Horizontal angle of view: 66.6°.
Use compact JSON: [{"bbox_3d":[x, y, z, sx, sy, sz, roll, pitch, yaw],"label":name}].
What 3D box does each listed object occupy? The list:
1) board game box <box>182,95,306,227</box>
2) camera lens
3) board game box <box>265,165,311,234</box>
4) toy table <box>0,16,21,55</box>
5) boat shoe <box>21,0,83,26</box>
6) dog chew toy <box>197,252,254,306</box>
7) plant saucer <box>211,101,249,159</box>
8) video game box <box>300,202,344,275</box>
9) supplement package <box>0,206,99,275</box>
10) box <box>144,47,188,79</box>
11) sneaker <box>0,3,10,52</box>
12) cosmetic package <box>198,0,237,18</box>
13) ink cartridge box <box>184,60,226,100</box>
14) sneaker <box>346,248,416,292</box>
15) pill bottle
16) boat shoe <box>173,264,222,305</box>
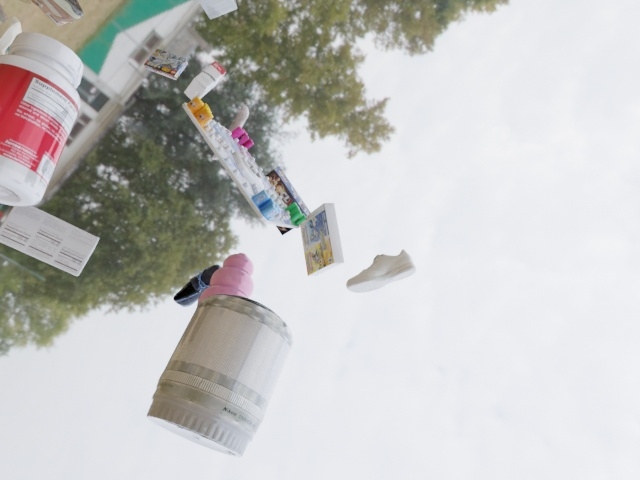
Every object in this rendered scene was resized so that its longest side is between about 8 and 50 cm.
[{"bbox_3d":[-0.201,-0.212,1.435,0.050,0.389,0.390,-37,173,8],"label":"board game box"},{"bbox_3d":[-0.194,0.264,0.990,0.219,0.219,0.274,-14,-136,45],"label":"camera lens"},{"bbox_3d":[-0.162,-0.159,1.992,0.165,0.243,0.042,-30,-172,36],"label":"board game box"},{"bbox_3d":[-0.954,-0.540,1.426,0.161,0.274,0.252,-40,-168,-33],"label":"toy table"},{"bbox_3d":[-0.915,-0.804,1.544,0.120,0.324,0.122,-32,-120,10],"label":"boat shoe"},{"bbox_3d":[-0.361,0.196,1.950,0.207,0.207,0.331,-19,-135,42],"label":"dog chew toy"},{"bbox_3d":[-0.413,-0.501,2.274,0.310,0.050,0.310,-51,-162,24],"label":"plant saucer"},{"bbox_3d":[0.000,0.000,1.624,0.187,0.048,0.205,-34,-118,58],"label":"video game box"},{"bbox_3d":[-0.895,-0.002,1.616,0.204,0.262,0.145,-6,-124,64],"label":"supplement package"},{"bbox_3d":[-0.599,-0.685,1.889,0.027,0.137,0.093,95,20,-65],"label":"box"},{"bbox_3d":[-1.061,-0.717,1.526,0.121,0.302,0.108,-27,180,-20],"label":"sneaker"},{"bbox_3d":[-0.423,-0.972,1.846,0.127,0.238,0.107,-15,-111,8],"label":"cosmetic package"},{"bbox_3d":[-0.412,-0.566,1.739,0.099,0.056,0.135,-28,-156,47],"label":"ink cartridge box"},{"bbox_3d":[0.168,0.086,1.438,0.212,0.080,0.094,-17,-118,-7],"label":"sneaker"},{"bbox_3d":[-0.759,-0.310,1.234,0.229,0.229,0.407,-12,-121,46],"label":"pill bottle"},{"bbox_3d":[-0.541,0.204,2.159,0.258,0.089,0.109,-46,-124,4],"label":"boat shoe"}]
